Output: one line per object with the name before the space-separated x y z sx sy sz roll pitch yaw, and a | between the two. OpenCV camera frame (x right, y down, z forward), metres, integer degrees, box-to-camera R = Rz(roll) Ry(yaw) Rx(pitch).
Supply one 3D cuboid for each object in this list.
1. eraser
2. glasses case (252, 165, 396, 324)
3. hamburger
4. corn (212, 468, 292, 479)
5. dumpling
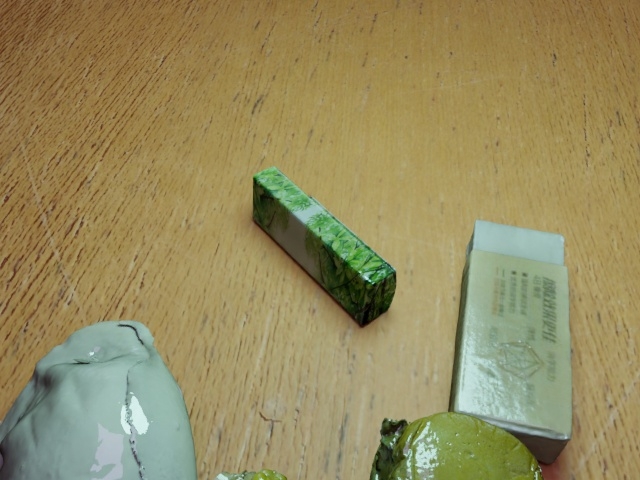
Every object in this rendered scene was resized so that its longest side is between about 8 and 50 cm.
eraser | 0.260 0.122 0.957 0.144 0.078 0.344 11 48 7
glasses case | 0.000 0.000 1.043 0.062 0.095 0.272 -28 56 -30
hamburger | 0.144 0.297 0.754 0.189 0.122 0.215 5 50 -24
corn | 0.009 0.365 0.700 0.347 0.130 0.130 39 58 24
dumpling | -0.267 0.251 0.765 0.260 0.181 0.341 -20 73 -4
